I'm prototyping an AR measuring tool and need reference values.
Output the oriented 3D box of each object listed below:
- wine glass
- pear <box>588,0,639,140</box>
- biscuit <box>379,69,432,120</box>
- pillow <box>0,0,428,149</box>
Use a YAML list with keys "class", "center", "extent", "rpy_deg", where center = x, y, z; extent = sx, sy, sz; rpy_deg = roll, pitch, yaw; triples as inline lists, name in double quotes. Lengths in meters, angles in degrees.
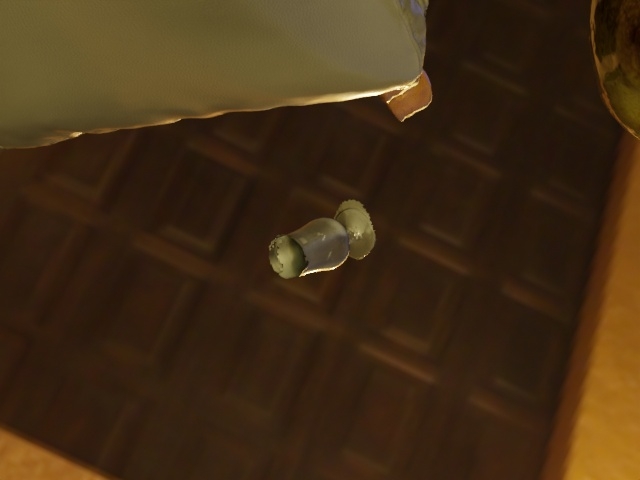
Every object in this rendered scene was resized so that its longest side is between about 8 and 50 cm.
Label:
- class: "wine glass"
  center: [0.000, 0.000, 1.242]
  extent: [0.083, 0.039, 0.042]
  rpy_deg: [-18, 123, -50]
- class: "pear"
  center: [0.245, -0.118, 0.964]
  extent: [0.197, 0.197, 0.197]
  rpy_deg: [-64, -177, 5]
- class: "biscuit"
  center: [0.001, -0.166, 1.177]
  extent: [0.044, 0.202, 0.288]
  rpy_deg: [-40, -164, 2]
- class: "pillow"
  center: [-0.096, -0.163, 0.843]
  extent: [0.322, 0.255, 0.119]
  rpy_deg: [66, 18, -55]
